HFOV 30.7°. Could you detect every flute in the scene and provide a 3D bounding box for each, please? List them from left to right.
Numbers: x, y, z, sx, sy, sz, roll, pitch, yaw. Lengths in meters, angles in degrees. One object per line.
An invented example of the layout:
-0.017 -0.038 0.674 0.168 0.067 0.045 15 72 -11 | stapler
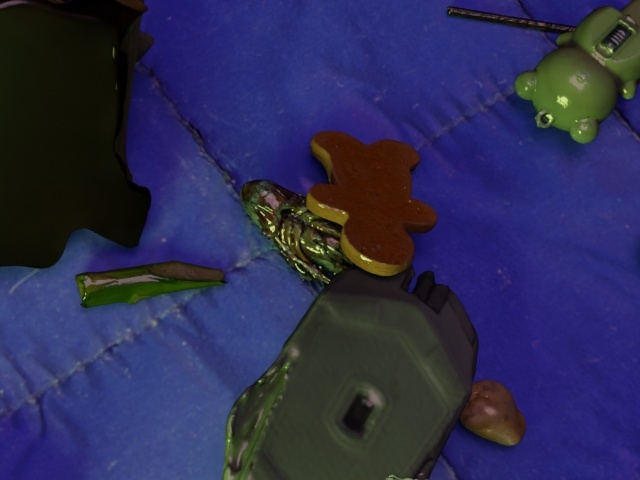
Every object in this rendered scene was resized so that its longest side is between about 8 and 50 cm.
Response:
0.308 -0.303 1.638 0.269 0.014 0.014 7 66 -5 | flute

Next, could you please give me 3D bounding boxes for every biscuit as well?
0.059 -0.044 1.424 0.165 0.036 0.250 8 41 -14 | biscuit

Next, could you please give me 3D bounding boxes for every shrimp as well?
0.000 0.000 1.426 0.233 0.079 0.090 35 70 1 | shrimp

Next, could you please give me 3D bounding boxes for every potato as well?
0.204 0.206 1.380 0.083 0.062 0.068 45 83 -12 | potato

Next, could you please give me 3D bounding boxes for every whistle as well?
0.379 -0.243 1.572 0.131 0.106 0.288 41 68 12 | whistle

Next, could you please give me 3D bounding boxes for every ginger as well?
-0.366 -0.148 1.359 0.413 0.358 0.211 -22 36 -10 | ginger

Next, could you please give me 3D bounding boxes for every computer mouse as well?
0.026 0.203 1.306 0.228 0.145 0.429 35 55 0 | computer mouse

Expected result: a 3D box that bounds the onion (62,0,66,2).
-0.397 -0.392 1.453 0.230 0.272 0.256 -22 108 -21 | onion

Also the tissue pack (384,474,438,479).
0.158 0.416 1.165 0.343 0.125 0.242 38 65 -25 | tissue pack

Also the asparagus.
-0.200 0.048 1.392 0.178 0.041 0.045 -9 76 -13 | asparagus
